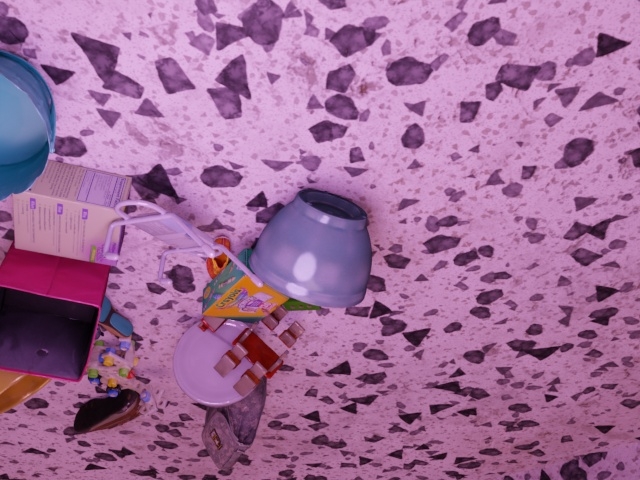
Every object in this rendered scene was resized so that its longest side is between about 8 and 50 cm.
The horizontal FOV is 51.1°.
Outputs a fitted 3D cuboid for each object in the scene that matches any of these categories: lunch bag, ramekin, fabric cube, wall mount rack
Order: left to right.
[{"bbox_3d":[-0.693,0.166,1.706,0.259,0.258,0.254,15,116,-17],"label":"fabric cube"},{"bbox_3d":[-0.305,0.023,1.531,0.304,0.131,0.350,-5,158,25],"label":"wall mount rack"},{"bbox_3d":[-0.304,0.375,2.012,0.272,0.273,0.127,6,152,-7],"label":"ramekin"},{"bbox_3d":[-0.293,0.601,2.248,0.168,0.287,0.235,16,138,-18],"label":"lunch bag"}]

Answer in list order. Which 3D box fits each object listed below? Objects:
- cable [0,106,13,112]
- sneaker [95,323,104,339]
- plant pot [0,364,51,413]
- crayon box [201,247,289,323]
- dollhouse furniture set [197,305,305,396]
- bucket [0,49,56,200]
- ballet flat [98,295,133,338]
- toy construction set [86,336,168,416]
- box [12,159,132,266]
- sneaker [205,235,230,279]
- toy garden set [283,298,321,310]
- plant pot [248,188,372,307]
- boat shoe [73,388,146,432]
[{"bbox_3d":[-0.784,-0.279,1.410,0.287,0.072,0.139,23,143,-7],"label":"cable"},{"bbox_3d":[-0.776,0.277,2.031,0.223,0.083,0.098,5,153,2],"label":"sneaker"},{"bbox_3d":[-0.906,0.330,1.898,0.239,0.254,0.254,50,132,9],"label":"plant pot"},{"bbox_3d":[-0.184,0.126,1.763,0.165,0.081,0.278,14,147,-28],"label":"crayon box"},{"bbox_3d":[-0.218,0.286,1.927,0.259,0.262,0.135,44,134,3],"label":"dollhouse furniture set"},{"bbox_3d":[-0.650,-0.229,1.290,0.281,0.183,0.281,-5,117,-10],"label":"bucket"},{"bbox_3d":[-0.640,0.219,1.965,0.073,0.080,0.232,0,141,25],"label":"ballet flat"},{"bbox_3d":[-0.633,0.433,2.172,0.215,0.151,0.328,-14,127,15],"label":"toy construction set"},{"bbox_3d":[-0.589,-0.066,1.594,0.242,0.117,0.214,12,138,-12],"label":"box"},{"bbox_3d":[-0.274,0.061,1.780,0.064,0.067,0.175,5,141,-8],"label":"sneaker"},{"bbox_3d":[-0.046,0.102,1.829,0.203,0.049,0.244,-5,139,25],"label":"toy garden set"},{"bbox_3d":[0.000,0.000,1.575,0.293,0.293,0.196,14,111,-16],"label":"plant pot"},{"bbox_3d":[-0.753,0.630,2.414,0.324,0.123,0.120,-24,137,27],"label":"boat shoe"}]
